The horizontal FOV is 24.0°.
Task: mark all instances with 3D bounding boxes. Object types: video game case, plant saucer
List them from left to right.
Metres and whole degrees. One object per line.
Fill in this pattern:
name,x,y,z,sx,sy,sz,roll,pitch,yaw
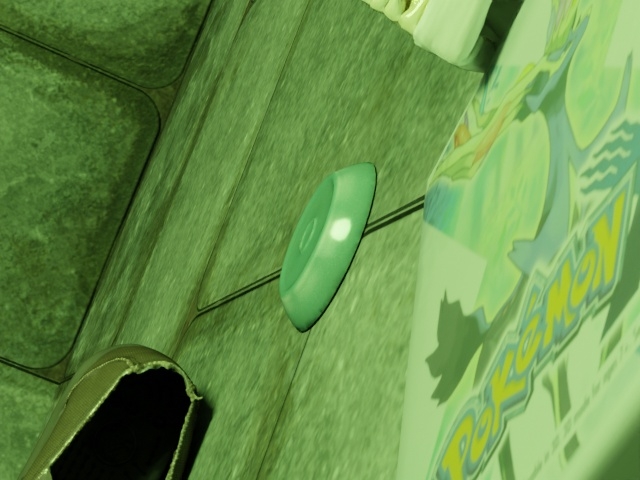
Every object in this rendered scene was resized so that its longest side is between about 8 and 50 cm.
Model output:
plant saucer,0.000,0.000,0.979,0.119,0.021,0.119,-60,14,25
video game case,0.098,-0.033,0.502,0.300,0.036,0.329,-80,11,-47

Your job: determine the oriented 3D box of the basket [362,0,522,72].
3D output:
basket,0.074,-0.171,0.684,0.113,0.103,0.167,-8,-54,-65

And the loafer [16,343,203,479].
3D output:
loafer,-0.190,0.230,1.100,0.130,0.134,0.366,139,152,-64
